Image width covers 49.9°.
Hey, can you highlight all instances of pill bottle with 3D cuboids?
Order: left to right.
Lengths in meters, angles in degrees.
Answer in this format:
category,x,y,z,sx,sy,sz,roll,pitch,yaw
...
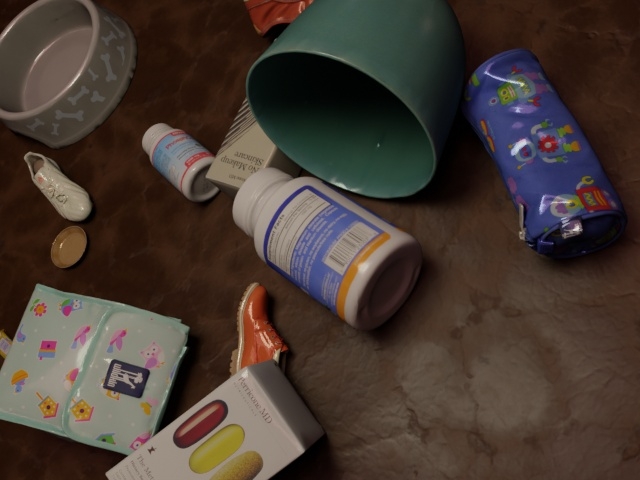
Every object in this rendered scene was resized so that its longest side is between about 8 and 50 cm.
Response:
category,x,y,z,sx,sy,sz,roll,pitch,yaw
pill bottle,-0.245,-0.142,1.213,0.160,0.087,0.087,39,89,31
pill bottle,0.000,0.000,1.004,0.272,0.152,0.152,34,86,32

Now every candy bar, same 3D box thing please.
category,x,y,z,sx,sy,sz,roll,pitch,yaw
candy bar,-0.552,0.212,1.252,0.161,0.018,0.040,29,80,32

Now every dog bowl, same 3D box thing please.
category,x,y,z,sx,sy,sz,roll,pitch,yaw
dog bowl,-0.558,-0.366,1.444,0.349,0.102,0.348,-9,65,21

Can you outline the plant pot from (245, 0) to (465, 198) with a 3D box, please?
category,x,y,z,sx,sy,sz,roll,pitch,yaw
plant pot,0.075,-0.244,1.001,0.293,0.293,0.235,15,63,29

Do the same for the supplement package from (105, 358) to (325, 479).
category,x,y,z,sx,sy,sz,roll,pitch,yaw
supplement package,-0.137,0.289,0.940,0.244,0.134,0.139,-39,78,6

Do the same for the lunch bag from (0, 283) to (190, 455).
category,x,y,z,sx,sy,sz,roll,pitch,yaw
lunch bag,-0.351,0.207,1.083,0.262,0.160,0.223,11,71,17

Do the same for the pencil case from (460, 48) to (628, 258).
category,x,y,z,sx,sy,sz,roll,pitch,yaw
pencil case,0.291,-0.116,0.933,0.133,0.119,0.306,-17,61,0

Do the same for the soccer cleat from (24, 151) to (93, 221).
category,x,y,z,sx,sy,sz,roll,pitch,yaw
soccer cleat,-0.510,-0.103,1.327,0.068,0.076,0.196,-49,58,0

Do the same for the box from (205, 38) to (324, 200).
category,x,y,z,sx,sy,sz,roll,pitch,yaw
box,-0.072,-0.192,1.149,0.113,0.094,0.275,18,77,30

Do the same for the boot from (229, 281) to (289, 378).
category,x,y,z,sx,sy,sz,roll,pitch,yaw
boot,-0.083,0.142,1.044,0.085,0.059,0.157,-1,78,22

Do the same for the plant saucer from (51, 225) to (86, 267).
category,x,y,z,sx,sy,sz,roll,pitch,yaw
plant saucer,-0.470,0.014,1.296,0.083,0.015,0.083,-9,67,21

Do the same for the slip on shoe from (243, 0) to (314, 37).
category,x,y,z,sx,sy,sz,roll,pitch,yaw
slip on shoe,0.024,-0.421,1.200,0.331,0.123,0.101,-4,108,20
